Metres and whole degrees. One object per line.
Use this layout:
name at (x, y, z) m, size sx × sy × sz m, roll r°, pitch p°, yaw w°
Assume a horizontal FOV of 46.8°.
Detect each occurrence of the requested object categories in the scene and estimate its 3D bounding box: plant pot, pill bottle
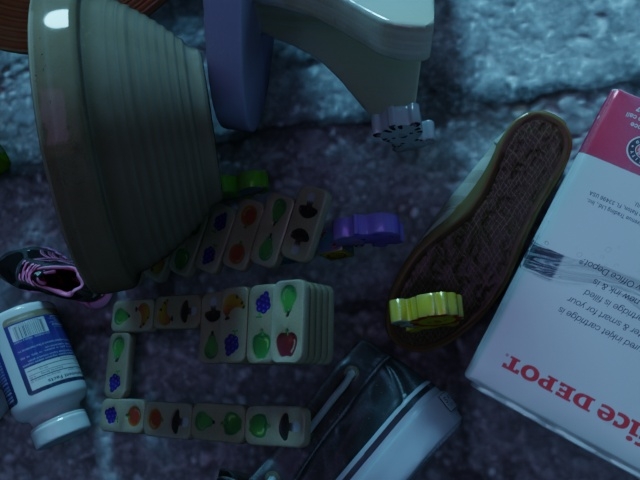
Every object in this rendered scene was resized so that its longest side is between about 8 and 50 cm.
plant pot at (-0.137, -0.084, 0.574) m, size 0.109 × 0.237 × 0.237 m, roll -9°, pitch 80°, yaw -6°
pill bottle at (-0.249, 0.120, 0.658) m, size 0.067 × 0.067 × 0.120 m, roll -28°, pitch 77°, yaw 8°

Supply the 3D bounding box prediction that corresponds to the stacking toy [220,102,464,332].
stacking toy at (0.000, 0.000, 0.590) m, size 0.221 × 0.052 × 0.167 m, roll -14°, pitch 69°, yaw 27°

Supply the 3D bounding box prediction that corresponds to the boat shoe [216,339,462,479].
boat shoe at (-0.036, 0.224, 0.584) m, size 0.119 × 0.121 × 0.335 m, roll 41°, pitch 81°, yaw 22°

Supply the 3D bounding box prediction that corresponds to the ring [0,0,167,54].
ring at (-0.236, -0.329, 0.682) m, size 0.336 × 0.032 × 0.337 m, roll -2°, pitch 82°, yaw 13°

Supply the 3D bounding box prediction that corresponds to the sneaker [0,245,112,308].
sneaker at (-0.251, 0.031, 0.676) m, size 0.119 × 0.057 × 0.047 m, roll 11°, pitch 87°, yaw 15°

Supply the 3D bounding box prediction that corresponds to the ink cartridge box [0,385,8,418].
ink cartridge box at (-0.398, 0.127, 0.684) m, size 0.190 × 0.082 × 0.140 m, roll 37°, pitch 92°, yaw 16°

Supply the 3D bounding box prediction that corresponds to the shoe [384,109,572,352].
shoe at (0.128, -0.003, 0.599) m, size 0.076 × 0.058 × 0.219 m, roll 35°, pitch 94°, yaw 5°

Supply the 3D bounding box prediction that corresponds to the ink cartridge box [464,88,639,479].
ink cartridge box at (0.235, 0.039, 0.543) m, size 0.172 × 0.100 × 0.237 m, roll 27°, pitch 88°, yaw 15°

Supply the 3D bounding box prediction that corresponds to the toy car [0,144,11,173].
toy car at (-0.419, -0.112, 0.698) m, size 0.155 × 0.149 × 0.188 m, roll -35°, pitch 64°, yaw -6°

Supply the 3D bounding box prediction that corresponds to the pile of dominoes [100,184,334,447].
pile of dominoes at (-0.101, 0.061, 0.595) m, size 0.251 × 0.040 × 0.196 m, roll -7°, pitch 75°, yaw 36°

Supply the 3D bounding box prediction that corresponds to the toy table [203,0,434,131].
toy table at (0.007, -0.208, 0.572) m, size 0.160 × 0.274 × 0.252 m, roll 7°, pitch 50°, yaw 3°
